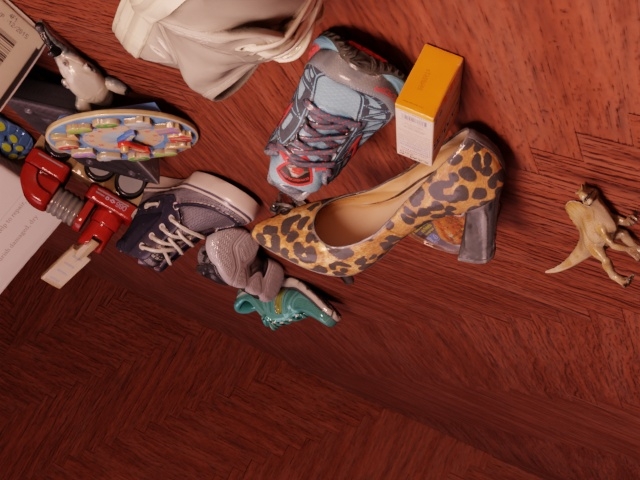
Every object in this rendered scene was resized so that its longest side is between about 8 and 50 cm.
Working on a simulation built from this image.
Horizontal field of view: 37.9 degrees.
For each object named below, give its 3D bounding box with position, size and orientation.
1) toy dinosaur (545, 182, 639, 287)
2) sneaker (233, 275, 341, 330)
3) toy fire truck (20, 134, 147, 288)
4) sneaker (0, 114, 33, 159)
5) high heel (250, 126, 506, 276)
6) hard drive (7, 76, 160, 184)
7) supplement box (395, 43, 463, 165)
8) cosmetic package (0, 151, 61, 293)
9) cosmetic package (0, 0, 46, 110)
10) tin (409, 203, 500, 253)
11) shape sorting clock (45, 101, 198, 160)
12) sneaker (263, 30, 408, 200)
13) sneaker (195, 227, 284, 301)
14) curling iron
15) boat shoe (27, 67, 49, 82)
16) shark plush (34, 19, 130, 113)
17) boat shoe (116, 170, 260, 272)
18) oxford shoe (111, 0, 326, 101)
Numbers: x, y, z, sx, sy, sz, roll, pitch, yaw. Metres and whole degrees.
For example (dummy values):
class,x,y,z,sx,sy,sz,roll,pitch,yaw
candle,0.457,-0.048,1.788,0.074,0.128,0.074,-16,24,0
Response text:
class,x,y,z,sx,sy,sz,roll,pitch,yaw
toy dinosaur,0.273,-0.002,0.905,0.093,0.053,0.183,39,164,22
sneaker,-0.069,0.137,1.912,0.275,0.110,0.107,14,160,43
toy fire truck,-0.463,-0.050,1.713,0.217,0.246,0.158,31,166,-10
sneaker,-0.641,-0.225,1.842,0.078,0.067,0.188,45,-179,39
high heel,0.048,-0.048,0.915,0.261,0.093,0.186,0,144,8
hard drive,-0.356,-0.168,1.432,0.172,0.054,0.254,15,166,20
supplement box,0.092,-0.113,0.793,0.036,0.062,0.098,24,166,13
cosmetic package,-0.802,-0.098,1.889,0.394,0.327,0.329,41,179,-40
cosmetic package,-0.521,-0.261,1.264,0.296,0.153,0.129,16,161,44
tin,0.136,-0.033,1.053,0.106,0.040,0.189,25,166,-3
shape sorting clock,-0.271,-0.140,1.283,0.206,0.040,0.206,-8,169,-2
sneaker,0.008,-0.098,0.878,0.104,0.125,0.262,28,166,-3
sneaker,-0.184,0.034,1.771,0.153,0.101,0.268,18,166,28
curling iron,0.000,0.000,1.440,0.068,0.035,0.274,24,165,35
boat shoe,-0.444,-0.242,1.416,0.045,0.050,0.135,49,172,18
shark plush,-0.331,-0.224,1.240,0.161,0.073,0.067,35,-163,-47
boat shoe,-0.228,-0.018,1.555,0.127,0.158,0.340,35,165,-25
oxford shoe,-0.047,-0.180,0.616,0.130,0.169,0.449,35,172,-13
